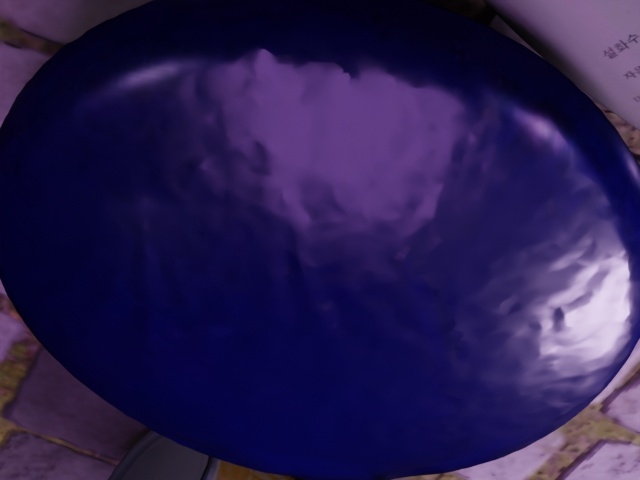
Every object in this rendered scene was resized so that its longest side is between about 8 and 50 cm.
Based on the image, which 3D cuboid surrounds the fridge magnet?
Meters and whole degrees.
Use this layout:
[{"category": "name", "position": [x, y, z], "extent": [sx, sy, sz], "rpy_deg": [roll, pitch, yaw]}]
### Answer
[{"category": "fridge magnet", "position": [0.000, 0.000, 0.754], "extent": [0.266, 0.112, 0.265], "rpy_deg": [6, 137, 6]}]

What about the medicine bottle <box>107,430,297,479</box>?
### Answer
[{"category": "medicine bottle", "position": [0.067, 0.236, 1.002], "extent": [0.108, 0.108, 0.426], "rpy_deg": [-30, 122, 35]}]

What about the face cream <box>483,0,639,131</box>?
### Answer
[{"category": "face cream", "position": [0.106, -0.088, 0.684], "extent": [0.072, 0.051, 0.182], "rpy_deg": [-32, 123, 33]}]
